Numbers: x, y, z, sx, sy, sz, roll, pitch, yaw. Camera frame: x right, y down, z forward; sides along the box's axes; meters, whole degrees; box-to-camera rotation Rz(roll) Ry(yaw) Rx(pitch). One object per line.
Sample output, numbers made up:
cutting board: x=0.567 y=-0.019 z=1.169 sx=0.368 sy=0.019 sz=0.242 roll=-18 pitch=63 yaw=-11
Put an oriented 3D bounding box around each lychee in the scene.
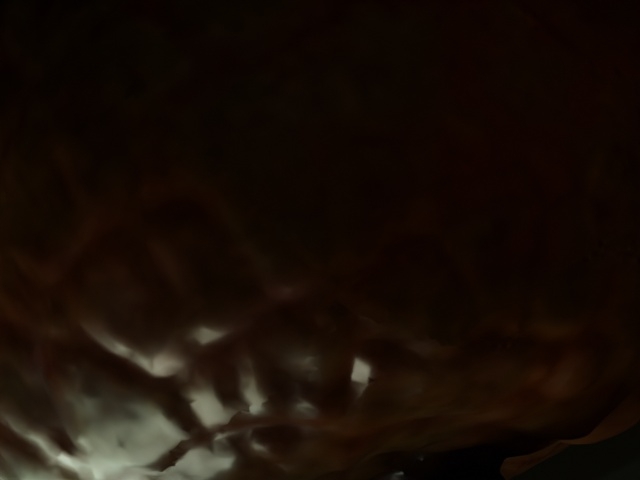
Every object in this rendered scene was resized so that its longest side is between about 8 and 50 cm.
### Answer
lychee: x=0.000 y=0.000 z=0.476 sx=0.300 sy=0.255 sz=0.255 roll=64 pitch=-163 yaw=12

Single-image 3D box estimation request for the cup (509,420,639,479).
cup: x=0.120 y=0.100 z=0.681 sx=0.237 sy=0.327 sz=0.323 roll=56 pitch=-170 yaw=-14
